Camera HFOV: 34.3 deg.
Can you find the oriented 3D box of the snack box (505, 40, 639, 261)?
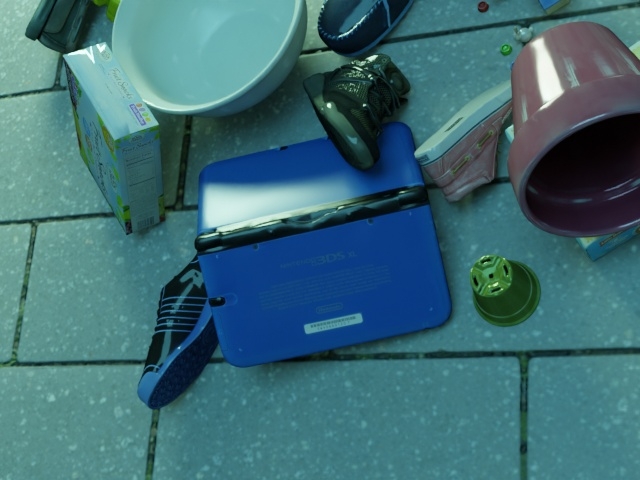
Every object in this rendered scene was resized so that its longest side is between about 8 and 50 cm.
[{"bbox_3d":[0.402,-0.140,1.217,0.322,0.060,0.187,-33,62,10],"label":"snack box"}]

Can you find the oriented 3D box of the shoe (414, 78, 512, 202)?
[{"bbox_3d":[0.201,-0.125,1.305,0.178,0.081,0.063,-41,16,-20],"label":"shoe"}]

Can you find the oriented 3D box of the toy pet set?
[{"bbox_3d":[0.265,-0.301,1.332,0.114,0.065,0.122,-30,63,12],"label":"toy pet set"}]

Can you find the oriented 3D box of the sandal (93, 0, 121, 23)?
[{"bbox_3d":[-0.326,-0.446,1.568,0.317,0.126,0.138,46,74,-14],"label":"sandal"}]

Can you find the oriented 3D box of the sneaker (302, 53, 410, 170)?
[{"bbox_3d":[0.060,-0.175,1.332,0.130,0.087,0.227,-26,29,3],"label":"sneaker"}]

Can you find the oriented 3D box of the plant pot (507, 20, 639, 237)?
[{"bbox_3d":[0.292,-0.133,1.130,0.201,0.201,0.180,-22,50,16],"label":"plant pot"}]

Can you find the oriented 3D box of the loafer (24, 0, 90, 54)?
[{"bbox_3d":[-0.376,-0.422,1.664,0.267,0.084,0.096,-62,19,-7],"label":"loafer"}]

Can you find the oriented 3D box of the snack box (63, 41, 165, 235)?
[{"bbox_3d":[-0.283,-0.138,1.438,0.070,0.207,0.174,-24,60,-19],"label":"snack box"}]

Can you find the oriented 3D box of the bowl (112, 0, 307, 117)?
[{"bbox_3d":[-0.134,-0.289,1.466,0.298,0.134,0.298,-8,68,22],"label":"bowl"}]

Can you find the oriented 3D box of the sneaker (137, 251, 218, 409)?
[{"bbox_3d":[-0.183,0.109,1.382,0.090,0.081,0.232,28,77,28],"label":"sneaker"}]

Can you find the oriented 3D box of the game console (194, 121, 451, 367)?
[{"bbox_3d":[0.000,0.000,1.334,0.293,0.173,0.250,-12,98,5],"label":"game console"}]

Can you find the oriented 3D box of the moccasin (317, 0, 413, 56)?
[{"bbox_3d":[0.087,-0.420,1.423,0.137,0.117,0.342,25,83,29],"label":"moccasin"}]

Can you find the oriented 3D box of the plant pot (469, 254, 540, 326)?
[{"bbox_3d":[0.210,0.052,1.224,0.083,0.079,0.083,-8,70,22],"label":"plant pot"}]
